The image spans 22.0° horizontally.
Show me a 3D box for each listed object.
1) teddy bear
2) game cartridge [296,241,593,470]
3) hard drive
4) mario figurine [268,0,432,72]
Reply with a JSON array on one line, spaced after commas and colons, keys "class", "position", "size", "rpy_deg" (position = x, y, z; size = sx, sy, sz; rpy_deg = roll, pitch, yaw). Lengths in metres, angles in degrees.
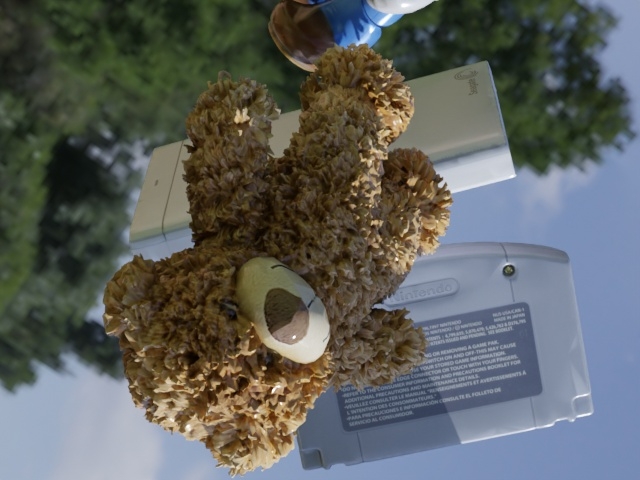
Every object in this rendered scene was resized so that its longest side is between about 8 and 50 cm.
[{"class": "teddy bear", "position": [0.000, 0.000, 1.083], "size": [0.113, 0.245, 0.338], "rpy_deg": [0, -166, 32]}, {"class": "game cartridge", "position": [0.109, 0.106, 1.624], "size": [0.297, 0.198, 0.062], "rpy_deg": [-11, -170, 0]}, {"class": "hard drive", "position": [0.001, -0.076, 1.577], "size": [0.353, 0.047, 0.233], "rpy_deg": [-14, -157, 7]}, {"class": "mario figurine", "position": [0.078, -0.269, 1.183], "size": [0.320, 0.198, 0.170], "rpy_deg": [-37, 166, 22]}]
